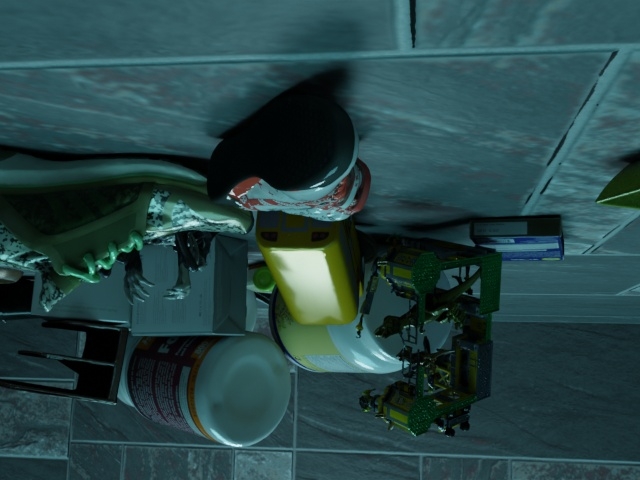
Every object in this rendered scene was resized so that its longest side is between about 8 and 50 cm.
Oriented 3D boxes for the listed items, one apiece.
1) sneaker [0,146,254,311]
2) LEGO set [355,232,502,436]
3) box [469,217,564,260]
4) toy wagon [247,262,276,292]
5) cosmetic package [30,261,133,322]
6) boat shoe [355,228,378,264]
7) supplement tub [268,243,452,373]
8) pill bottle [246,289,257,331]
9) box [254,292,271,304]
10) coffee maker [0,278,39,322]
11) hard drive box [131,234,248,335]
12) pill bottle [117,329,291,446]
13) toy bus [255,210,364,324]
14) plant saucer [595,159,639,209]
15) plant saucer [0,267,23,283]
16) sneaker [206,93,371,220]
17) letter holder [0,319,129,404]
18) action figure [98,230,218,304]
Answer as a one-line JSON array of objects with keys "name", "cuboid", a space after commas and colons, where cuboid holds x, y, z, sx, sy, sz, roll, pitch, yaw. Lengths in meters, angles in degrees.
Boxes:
[{"name": "sneaker", "cuboid": [-0.287, -0.002, 0.924, 0.411, 0.181, 0.158, 3, 170, -8]}, {"name": "LEGO set", "cuboid": [0.145, 0.130, 1.221, 0.255, 0.331, 0.192, -18, -160, -36]}, {"name": "box", "cuboid": [0.329, 0.001, 1.266, 0.137, 0.036, 0.225, -1, 168, 18]}, {"name": "toy wagon", "cuboid": [0.000, 0.099, 1.792, 0.345, 0.068, 0.267, -1, 170, 11]}, {"name": "cosmetic package", "cuboid": [-0.495, 0.108, 1.667, 0.197, 0.155, 0.365, 6, 170, -9]}, {"name": "boat shoe", "cuboid": [0.000, 0.000, 1.272, 0.190, 0.068, 0.072, 12, -178, -5]}, {"name": "supplement tub", "cuboid": [0.071, 0.134, 1.478, 0.241, 0.240, 0.331, 7, 168, -30]}, {"name": "pill bottle", "cuboid": [-0.338, 0.181, 1.959, 0.334, 0.187, 0.188, -8, 166, 40]}, {"name": "box", "cuboid": [-0.114, 0.150, 1.984, 0.162, 0.029, 0.116, 29, -174, 24]}, {"name": "coffee maker", "cuboid": [-0.789, 0.167, 2.095, 0.178, 0.120, 0.171, -4, -175, -9]}, {"name": "hard drive box", "cuboid": [-0.252, 0.092, 1.465, 0.232, 0.180, 0.089, -5, 169, 38]}, {"name": "pill bottle", "cuboid": [-0.266, 0.284, 1.603, 0.224, 0.223, 0.392, 11, 172, -43]}, {"name": "toy bus", "cuboid": [-0.003, 0.026, 1.088, 0.108, 0.130, 0.332, -1, 153, 8]}, {"name": "plant saucer", "cuboid": [0.430, -0.070, 0.828, 0.189, 0.045, 0.188, 5, 170, -20]}, {"name": "plant saucer", "cuboid": [-0.856, 0.090, 1.980, 0.169, 0.029, 0.168, 1, 169, 0]}, {"name": "sneaker", "cuboid": [0.003, -0.074, 0.750, 0.145, 0.090, 0.270, 6, 173, -29]}, {"name": "letter holder", "cuboid": [-0.550, 0.240, 1.581, 0.215, 0.151, 0.302, 13, 167, -27]}, {"name": "action figure", "cuboid": [-0.246, 0.022, 1.094, 0.276, 0.140, 0.164, -8, 174, -37]}]
